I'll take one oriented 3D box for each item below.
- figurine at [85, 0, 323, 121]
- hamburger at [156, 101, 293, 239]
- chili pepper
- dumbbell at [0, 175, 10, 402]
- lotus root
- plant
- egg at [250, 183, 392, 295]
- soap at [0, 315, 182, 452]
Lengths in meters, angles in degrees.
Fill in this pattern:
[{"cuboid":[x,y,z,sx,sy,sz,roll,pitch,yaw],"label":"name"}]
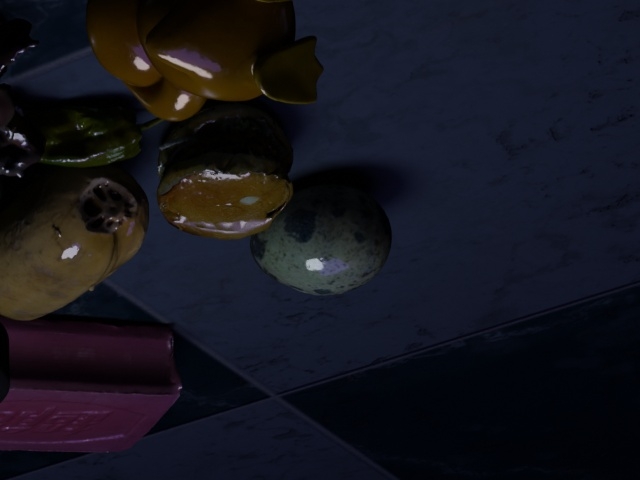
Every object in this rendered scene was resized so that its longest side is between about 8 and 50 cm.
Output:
[{"cuboid":[-0.117,-0.213,1.559,0.215,0.215,0.228,2,-168,-20],"label":"figurine"},{"cuboid":[-0.115,-0.087,1.889,0.185,0.113,0.177,26,143,-36],"label":"hamburger"},{"cuboid":[-0.255,-0.118,1.817,0.204,0.072,0.073,-1,160,-20],"label":"chili pepper"},{"cuboid":[-0.448,0.027,1.765,0.203,0.322,0.204,-7,152,-3],"label":"dumbbell"},{"cuboid":[-0.332,0.007,1.939,0.169,0.151,0.342,-34,-176,-42],"label":"lotus root"},{"cuboid":[-0.394,-0.139,1.634,0.234,0.178,0.204,-16,142,-10],"label":"plant"},{"cuboid":[0.000,0.000,2.037,0.181,0.141,0.141,-6,152,7],"label":"egg"},{"cuboid":[-0.411,0.206,2.320,0.359,0.128,0.233,5,148,-28],"label":"soap"}]
